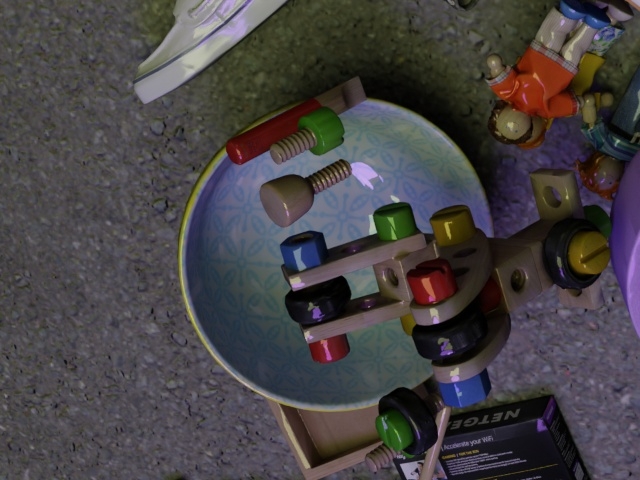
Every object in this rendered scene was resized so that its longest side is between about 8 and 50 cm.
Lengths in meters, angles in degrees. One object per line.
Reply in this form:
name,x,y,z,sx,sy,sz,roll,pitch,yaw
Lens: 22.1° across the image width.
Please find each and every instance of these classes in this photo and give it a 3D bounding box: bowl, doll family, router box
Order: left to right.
bowl,0.000,0.000,1.520,0.290,0.156,0.289,-3,101,-14
router box,0.175,0.240,1.670,0.179,0.046,0.133,-15,110,28
doll family,0.253,-0.116,1.420,0.263,0.118,0.163,23,119,-13

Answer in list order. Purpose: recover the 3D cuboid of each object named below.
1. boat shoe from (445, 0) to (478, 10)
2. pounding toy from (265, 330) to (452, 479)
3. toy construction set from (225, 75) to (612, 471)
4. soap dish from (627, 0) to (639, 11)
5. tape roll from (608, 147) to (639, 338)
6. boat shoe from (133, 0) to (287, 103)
boat shoe,0.119,-0.277,1.346,0.070,0.078,0.219,49,161,24
pounding toy,0.067,0.177,1.633,0.181,0.094,0.206,-26,91,28
toy construction set,0.098,-0.008,1.379,0.308,0.237,0.257,58,154,4
soap dish,0.319,-0.308,1.266,0.229,0.118,0.291,37,125,-1
tape roll,0.385,0.002,1.374,0.275,0.090,0.274,-2,122,-3
boat shoe,-0.088,-0.225,1.501,0.258,0.095,0.084,-36,96,22
